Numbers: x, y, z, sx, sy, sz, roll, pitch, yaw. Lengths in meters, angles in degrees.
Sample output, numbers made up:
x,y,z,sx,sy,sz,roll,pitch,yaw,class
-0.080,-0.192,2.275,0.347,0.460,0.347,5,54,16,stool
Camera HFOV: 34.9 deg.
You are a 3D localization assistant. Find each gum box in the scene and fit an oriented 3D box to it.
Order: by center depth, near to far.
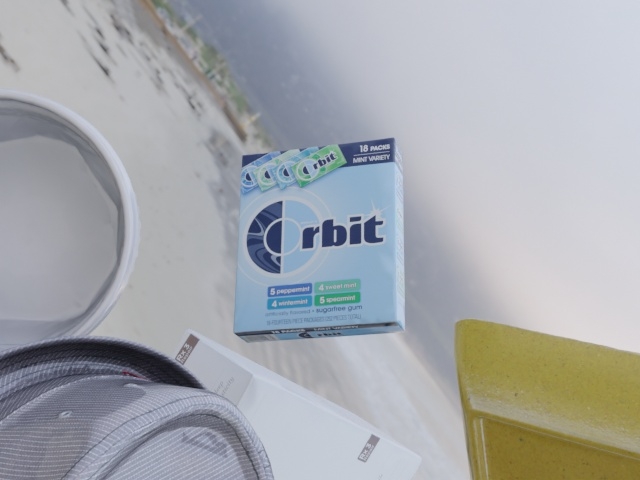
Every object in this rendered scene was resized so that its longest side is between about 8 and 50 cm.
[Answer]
x,y,z,sx,sy,sz,roll,pitch,yaw,class
0.000,0.000,0.970,0.041,0.157,0.184,49,38,-64,gum box

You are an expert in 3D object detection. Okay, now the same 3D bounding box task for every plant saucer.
x,y,z,sx,sy,sz,roll,pitch,yaw,class
0.271,0.259,0.978,0.332,0.081,0.333,10,-57,37,plant saucer

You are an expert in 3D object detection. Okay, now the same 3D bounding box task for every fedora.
x,y,z,sx,sy,sz,roll,pitch,yaw,class
-0.130,0.176,0.619,0.124,0.275,0.244,-16,-92,47,fedora

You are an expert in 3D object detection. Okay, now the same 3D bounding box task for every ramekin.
x,y,z,sx,sy,sz,roll,pitch,yaw,class
-0.237,-0.010,0.791,0.207,0.207,0.109,53,1,0,ramekin

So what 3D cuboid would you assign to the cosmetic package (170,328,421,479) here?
x,y,z,sx,sy,sz,roll,pitch,yaw,class
-0.064,0.291,1.323,0.156,0.217,0.385,26,-4,43,cosmetic package
